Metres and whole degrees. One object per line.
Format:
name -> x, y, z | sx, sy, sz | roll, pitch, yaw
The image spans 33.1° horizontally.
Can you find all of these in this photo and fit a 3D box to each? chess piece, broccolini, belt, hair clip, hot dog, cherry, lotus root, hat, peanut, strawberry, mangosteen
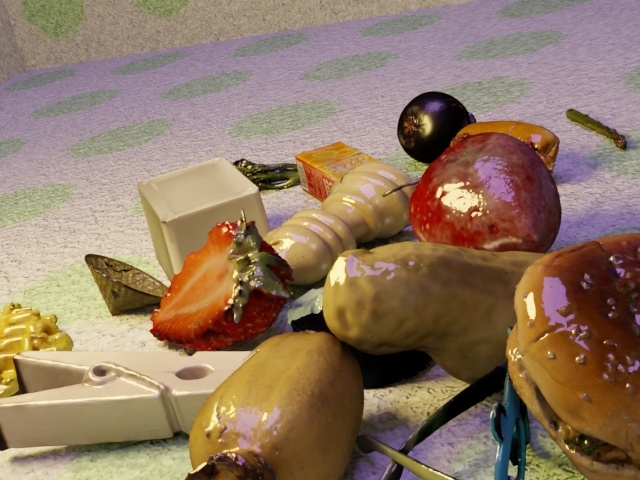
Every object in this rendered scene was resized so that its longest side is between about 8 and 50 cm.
chess piece -> 0.000, 0.000, 1.546 | 0.139, 0.124, 0.307 | 36, 48, 21
broccolini -> -0.072, -0.115, 1.968 | 0.203, 0.091, 0.068 | 4, 68, 12
belt -> 0.050, 0.102, 1.278 | 0.151, 0.078, 0.198 | -32, 26, -36
hair clip -> -0.210, 0.179, 1.231 | 0.331, 0.085, 0.101 | -2, 24, 11
hot dog -> 0.294, -0.147, 1.741 | 0.076, 0.102, 0.249 | 16, 3, -33
cherry -> 0.221, -0.041, 1.406 | 0.192, 0.175, 0.250 | -28, 24, -10
lotus root -> -0.039, 0.182, 1.047 | 0.146, 0.130, 0.303 | 0, 20, 18
hat -> -0.293, 0.081, 1.583 | 0.146, 0.067, 0.146 | 26, 6, -3
peanut -> 0.153, 0.079, 1.132 | 0.319, 0.147, 0.147 | 5, 14, -20
strawberry -> -0.127, 0.089, 1.391 | 0.228, 0.098, 0.174 | -45, 39, 27
mangosteen -> 0.212, -0.198, 1.910 | 0.151, 0.137, 0.137 | 6, 4, -40

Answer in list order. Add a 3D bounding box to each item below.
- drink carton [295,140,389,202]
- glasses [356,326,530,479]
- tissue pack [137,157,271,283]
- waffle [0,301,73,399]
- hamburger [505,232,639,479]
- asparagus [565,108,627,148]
drink carton -> 0.042, -0.105, 1.831 | 0.096, 0.071, 0.223 | -18, 21, -16
glasses -> 0.125, 0.200, 1.007 | 0.207, 0.102, 0.239 | -37, 9, 28
tissue pack -> -0.178, -0.024, 1.666 | 0.160, 0.135, 0.246 | -18, 20, -12
waffle -> -0.508, 0.165, 1.490 | 0.307, 0.060, 0.312 | -25, 23, -33
hamburger -> 0.300, 0.106, 0.940 | 0.286, 0.146, 0.243 | 17, 44, -2
asparagus -> 0.480, -0.195, 1.860 | 0.025, 0.024, 0.248 | -55, 18, 11
